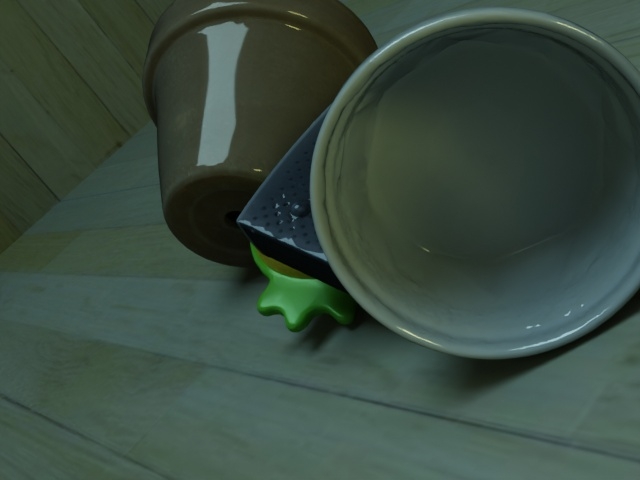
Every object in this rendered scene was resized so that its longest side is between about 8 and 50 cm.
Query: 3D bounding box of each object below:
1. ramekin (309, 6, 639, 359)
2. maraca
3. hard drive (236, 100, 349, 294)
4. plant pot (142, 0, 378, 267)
[{"bbox_3d":[0.103,-0.042,0.607,0.207,0.207,0.109,-32,11,17],"label":"ramekin"},{"bbox_3d":[0.000,0.000,0.841,0.127,0.099,0.185,-12,46,12],"label":"maraca"},{"bbox_3d":[0.071,-0.054,0.778,0.172,0.054,0.254,24,54,23],"label":"hard drive"},{"bbox_3d":[-0.073,-0.103,1.023,0.263,0.263,0.229,-25,40,33],"label":"plant pot"}]
